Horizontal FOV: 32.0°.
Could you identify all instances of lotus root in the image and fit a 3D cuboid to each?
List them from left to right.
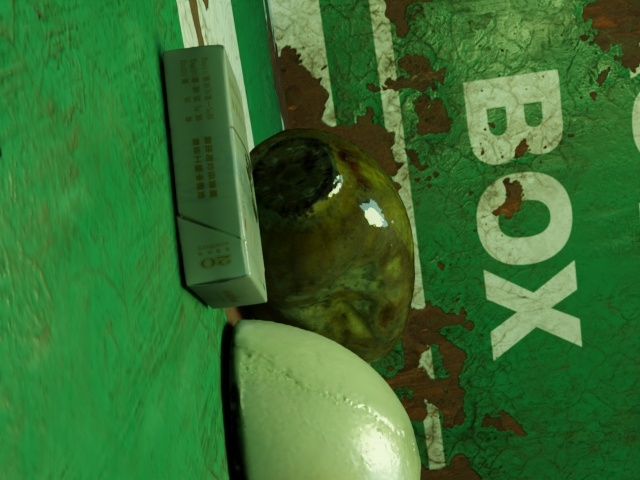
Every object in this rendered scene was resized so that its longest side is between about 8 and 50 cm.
[{"bbox_3d":[0.000,0.000,1.437,0.346,0.250,0.250,72,10,-59],"label":"lotus root"}]

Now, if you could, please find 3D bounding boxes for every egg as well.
[{"bbox_3d":[0.012,0.244,1.289,0.337,0.201,0.337,-7,90,-90],"label":"egg"}]

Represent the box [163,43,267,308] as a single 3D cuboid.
[{"bbox_3d":[-0.103,-0.057,1.106,0.149,0.067,0.233,65,17,-76],"label":"box"}]
